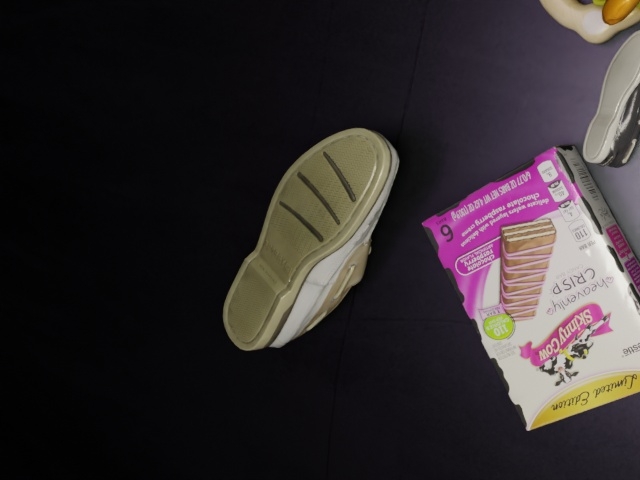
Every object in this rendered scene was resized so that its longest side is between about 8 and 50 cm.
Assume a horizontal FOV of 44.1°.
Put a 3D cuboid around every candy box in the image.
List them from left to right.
[{"bbox_3d":[0.223,0.046,0.767,0.159,0.071,0.233,-32,81,33],"label":"candy box"}]

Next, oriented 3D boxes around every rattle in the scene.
[{"bbox_3d":[0.211,-0.270,0.686,0.130,0.143,0.199,-31,87,52],"label":"rattle"}]

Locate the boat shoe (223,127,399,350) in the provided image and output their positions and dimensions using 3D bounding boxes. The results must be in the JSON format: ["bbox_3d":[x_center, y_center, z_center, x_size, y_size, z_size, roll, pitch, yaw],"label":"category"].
[{"bbox_3d":[0.000,0.000,0.888,0.302,0.103,0.113,-53,56,29],"label":"boat shoe"}]

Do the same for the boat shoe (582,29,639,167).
[{"bbox_3d":[0.281,-0.127,0.720,0.046,0.038,0.125,-132,55,-68],"label":"boat shoe"}]
